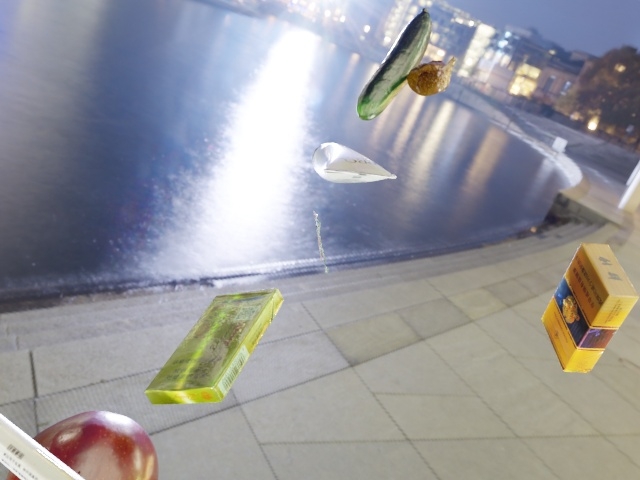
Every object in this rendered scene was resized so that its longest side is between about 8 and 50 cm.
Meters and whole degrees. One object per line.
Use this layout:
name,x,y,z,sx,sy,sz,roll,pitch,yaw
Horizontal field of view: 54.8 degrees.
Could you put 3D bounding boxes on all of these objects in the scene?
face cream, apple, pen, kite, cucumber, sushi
face cream,0.031,-0.105,0.879,0.092,0.058,0.243,3,11,-10
apple,-0.469,0.498,1.215,0.288,0.288,0.316,17,33,-20
pen,-0.182,0.164,0.422,0.218,0.026,0.026,27,18,18
kite,0.000,0.000,1.146,0.011,0.139,0.156,-10,47,-2
cucumber,0.124,-0.277,0.965,0.056,0.056,0.284,26,56,7
sushi,0.159,-0.235,0.889,0.047,0.050,0.099,-31,22,-25

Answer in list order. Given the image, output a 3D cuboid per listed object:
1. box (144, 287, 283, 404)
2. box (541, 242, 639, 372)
box,-0.210,0.212,1.278,0.173,0.043,0.311,-10,28,27
box,0.547,0.141,1.279,0.070,0.237,0.152,2,41,-6
